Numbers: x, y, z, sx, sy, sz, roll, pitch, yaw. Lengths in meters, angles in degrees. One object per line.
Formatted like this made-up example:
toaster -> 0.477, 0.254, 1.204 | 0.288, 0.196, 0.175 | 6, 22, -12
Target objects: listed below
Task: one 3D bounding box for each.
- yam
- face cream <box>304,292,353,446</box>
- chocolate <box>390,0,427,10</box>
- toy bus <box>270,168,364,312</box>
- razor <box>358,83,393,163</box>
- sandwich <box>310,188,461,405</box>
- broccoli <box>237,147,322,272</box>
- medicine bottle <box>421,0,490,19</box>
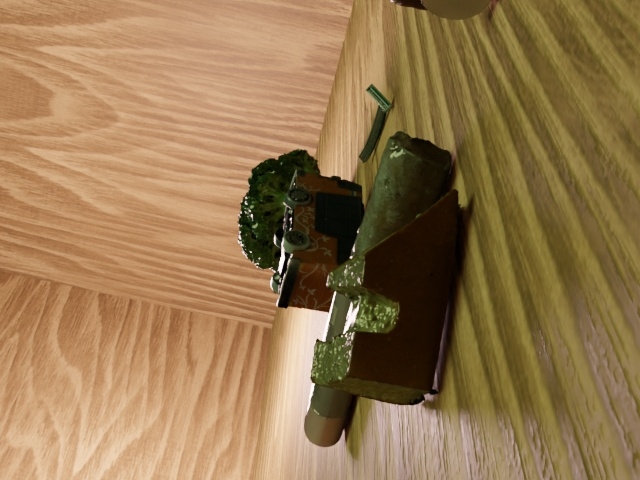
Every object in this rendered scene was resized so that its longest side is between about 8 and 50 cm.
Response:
yam -> 0.096, -0.020, 1.319 | 0.093, 0.093, 0.259 | -84, 9, -54
face cream -> 0.031, 0.192, 1.639 | 0.107, 0.073, 0.269 | -76, 0, -71
chocolate -> 0.168, -0.485, 1.654 | 0.148, 0.093, 0.214 | 111, 170, -51
toy bus -> 0.000, 0.000, 1.963 | 0.275, 0.167, 0.138 | -90, 13, -49
razor -> 0.108, -0.225, 2.040 | 0.068, 0.037, 0.191 | 51, 152, 26
sandwich -> 0.080, 0.056, 1.126 | 0.122, 0.128, 0.235 | 150, 132, -73
broccoli -> -0.050, -0.051, 2.359 | 0.308, 0.275, 0.308 | -8, -80, -50
medicine bottle -> 0.170, -0.364, 1.262 | 0.103, 0.103, 0.186 | 108, 172, -51
